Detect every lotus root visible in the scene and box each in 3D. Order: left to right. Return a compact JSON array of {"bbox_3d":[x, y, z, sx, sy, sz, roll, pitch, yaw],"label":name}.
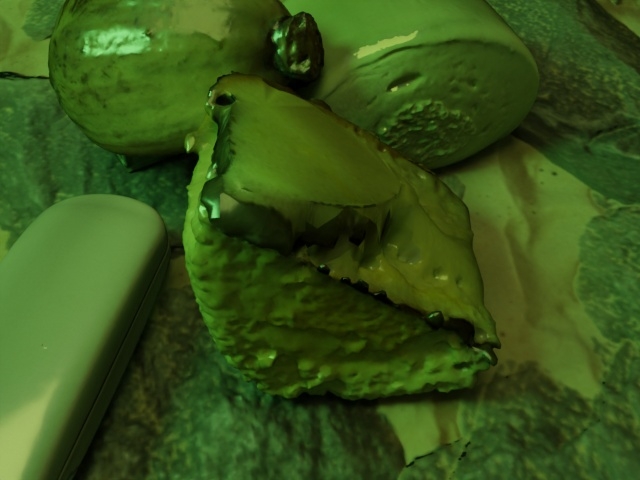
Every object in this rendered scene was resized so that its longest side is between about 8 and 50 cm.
[{"bbox_3d":[-0.127,-0.149,0.671,0.257,0.154,0.140,-2,13,22],"label":"lotus root"}]

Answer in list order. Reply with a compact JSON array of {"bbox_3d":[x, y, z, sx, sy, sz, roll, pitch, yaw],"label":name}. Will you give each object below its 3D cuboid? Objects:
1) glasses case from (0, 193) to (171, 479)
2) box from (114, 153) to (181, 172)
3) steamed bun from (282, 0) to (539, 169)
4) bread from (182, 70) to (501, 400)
[{"bbox_3d":[-0.200,0.078,0.592,0.113,0.075,0.297,9,47,10],"label":"glasses case"},{"bbox_3d":[-0.165,-0.110,0.780,0.085,0.060,0.063,-21,58,-18],"label":"box"},{"bbox_3d":[0.059,-0.170,0.761,0.250,0.154,0.200,-14,49,-13],"label":"steamed bun"},{"bbox_3d":[0.000,0.000,0.606,0.262,0.163,0.204,33,39,-27],"label":"bread"}]
